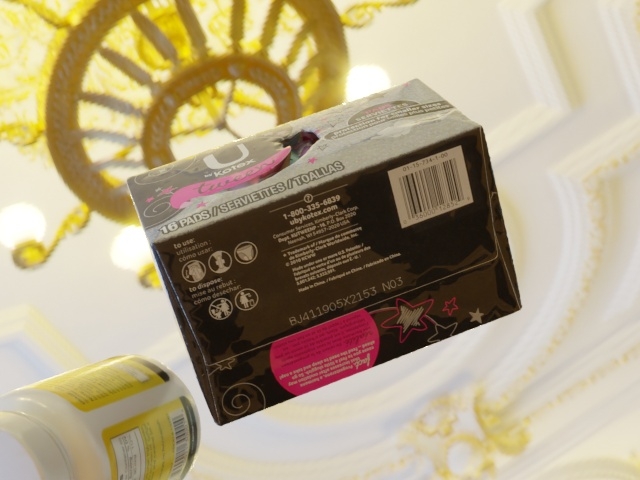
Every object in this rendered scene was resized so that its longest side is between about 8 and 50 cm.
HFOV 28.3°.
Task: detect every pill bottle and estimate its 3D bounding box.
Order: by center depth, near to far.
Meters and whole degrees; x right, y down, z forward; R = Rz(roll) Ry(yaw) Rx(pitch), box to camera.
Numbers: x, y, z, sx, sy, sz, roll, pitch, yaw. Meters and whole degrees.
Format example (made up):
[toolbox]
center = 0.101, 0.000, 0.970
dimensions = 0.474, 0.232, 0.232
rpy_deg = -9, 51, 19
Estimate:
[pill bottle]
center = -0.183, 0.157, 0.929
dimensions = 0.119, 0.119, 0.208
rpy_deg = -49, -13, 18

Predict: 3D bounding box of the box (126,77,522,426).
[box]
center = 0.000, 0.000, 0.956
dimensions = 0.247, 0.142, 0.163
rpy_deg = -20, -64, -9
